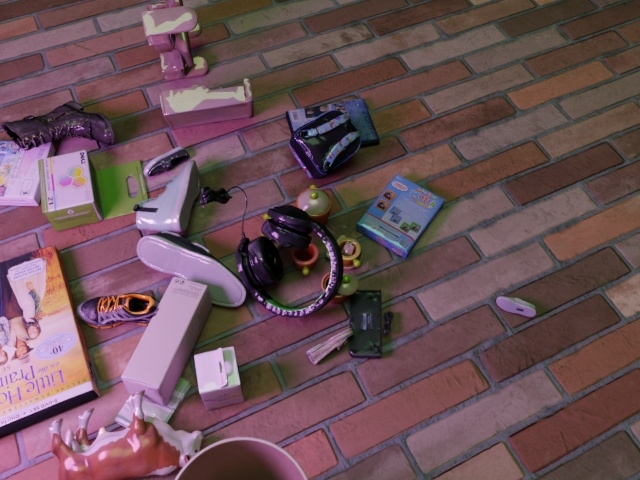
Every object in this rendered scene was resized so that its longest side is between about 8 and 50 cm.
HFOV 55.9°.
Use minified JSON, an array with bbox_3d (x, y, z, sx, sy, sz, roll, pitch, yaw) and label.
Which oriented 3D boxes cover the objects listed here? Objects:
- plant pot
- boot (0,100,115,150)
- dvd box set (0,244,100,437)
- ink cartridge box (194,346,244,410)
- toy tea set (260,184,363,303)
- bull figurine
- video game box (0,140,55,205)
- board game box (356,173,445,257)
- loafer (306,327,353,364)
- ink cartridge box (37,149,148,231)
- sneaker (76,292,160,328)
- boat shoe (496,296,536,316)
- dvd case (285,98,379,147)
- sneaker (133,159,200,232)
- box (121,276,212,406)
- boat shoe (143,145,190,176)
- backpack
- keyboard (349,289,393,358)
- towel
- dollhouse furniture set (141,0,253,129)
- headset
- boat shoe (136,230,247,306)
[{"bbox_3d":[-0.139,0.530,1.127,0.256,0.274,0.257,1,59,-1],"label":"plant pot"},{"bbox_3d":[-0.740,-0.301,1.709,0.262,0.091,0.229,27,42,26],"label":"boot"},{"bbox_3d":[-0.726,0.236,1.419,0.307,0.062,0.421,-20,60,-13],"label":"dvd box set"},{"bbox_3d":[-0.225,0.305,1.343,0.089,0.143,0.092,-12,59,-9],"label":"ink cartridge box"},{"bbox_3d":[0.000,0.000,1.553,0.200,0.124,0.336,-34,64,-21],"label":"toy tea set"},{"bbox_3d":[-0.408,0.426,1.266,0.310,0.101,0.189,-18,82,-7],"label":"bull figurine"},{"bbox_3d":[-0.865,-0.190,1.692,0.186,0.048,0.205,3,57,-3],"label":"video game box"},{"bbox_3d":[0.221,-0.071,1.655,0.160,0.039,0.211,31,63,16],"label":"board game box"},{"bbox_3d":[0.027,0.254,1.447,0.125,0.045,0.039,-27,79,-10],"label":"loafer"},{"bbox_3d":[-0.617,-0.152,1.647,0.255,0.097,0.189,-15,59,-10],"label":"ink cartridge box"},{"bbox_3d":[-0.484,0.161,1.462,0.214,0.083,0.084,-2,59,-2],"label":"sneaker"},{"bbox_3d":[0.494,0.161,1.524,0.100,0.035,0.035,16,31,13],"label":"boat shoe"},{"bbox_3d":[0.035,-0.342,1.831,0.252,0.022,0.181,-11,60,-9],"label":"dvd case"},{"bbox_3d":[-0.418,-0.127,1.635,0.151,0.094,0.256,0,46,9],"label":"sneaker"},{"bbox_3d":[-0.347,0.228,1.394,0.094,0.113,0.275,15,52,8],"label":"box"},{"bbox_3d":[-0.438,-0.221,1.725,0.142,0.049,0.040,-38,67,-25],"label":"boat shoe"},{"bbox_3d":[0.018,-0.277,1.712,0.173,0.117,0.158,-38,94,-18],"label":"backpack"},{"bbox_3d":[0.126,0.204,1.490,0.108,0.023,0.180,0,58,6],"label":"keyboard"},{"bbox_3d":[-0.379,0.365,1.371,0.113,0.023,0.152,23,60,12],"label":"towel"},{"bbox_3d":[-0.355,-0.556,1.770,0.256,0.362,0.395,-10,86,-7],"label":"dollhouse furniture set"},{"bbox_3d":[-0.126,0.011,1.463,0.394,0.185,0.243,45,103,14],"label":"headset"},{"bbox_3d":[-0.309,0.061,1.518,0.302,0.114,0.091,32,22,4],"label":"boat shoe"}]
